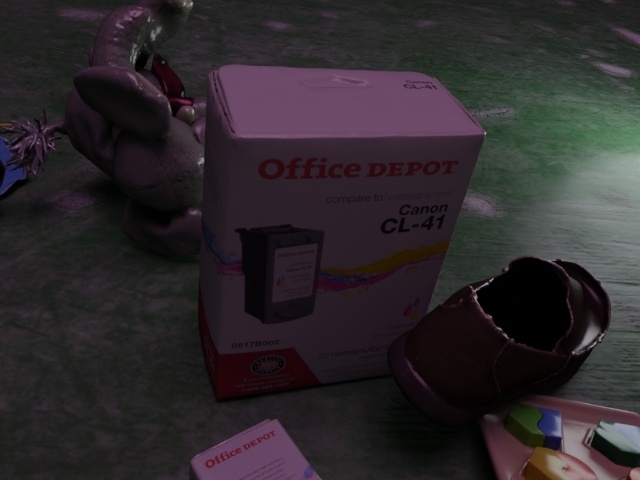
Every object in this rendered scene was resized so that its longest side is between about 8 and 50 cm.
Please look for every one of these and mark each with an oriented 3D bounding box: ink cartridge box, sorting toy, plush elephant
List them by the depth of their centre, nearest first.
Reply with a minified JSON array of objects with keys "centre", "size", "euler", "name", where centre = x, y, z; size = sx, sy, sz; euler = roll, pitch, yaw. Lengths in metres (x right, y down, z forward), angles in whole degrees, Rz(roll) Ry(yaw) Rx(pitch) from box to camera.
[{"centre":[-0.045,0.224,0.514],"size":[0.088,0.052,0.122],"euler":[-18,46,-32],"name":"ink cartridge box"},{"centre":[0.253,0.209,0.572],"size":[0.193,0.038,0.208],"euler":[11,20,1],"name":"sorting toy"},{"centre":[0.000,0.000,0.606],"size":[0.226,0.306,0.131],"euler":[-4,40,-17],"name":"ink cartridge box"},{"centre":[-0.203,-0.140,0.787],"size":[0.255,0.272,0.330],"euler":[33,55,29],"name":"plush elephant"}]

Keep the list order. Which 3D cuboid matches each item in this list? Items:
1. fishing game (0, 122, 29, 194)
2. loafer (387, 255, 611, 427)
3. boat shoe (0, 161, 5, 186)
[{"centre":[-0.508,-0.108,0.858],"size":[0.189,0.041,0.264],"euler":[-4,39,-13],"name":"fishing game"},{"centre":[0.229,0.085,0.641],"size":[0.366,0.130,0.134],"euler":[-15,59,-47],"name":"loafer"},{"centre":[-0.449,-0.005,0.671],"size":[0.099,0.116,0.319],"euler":[10,40,-9],"name":"boat shoe"}]
